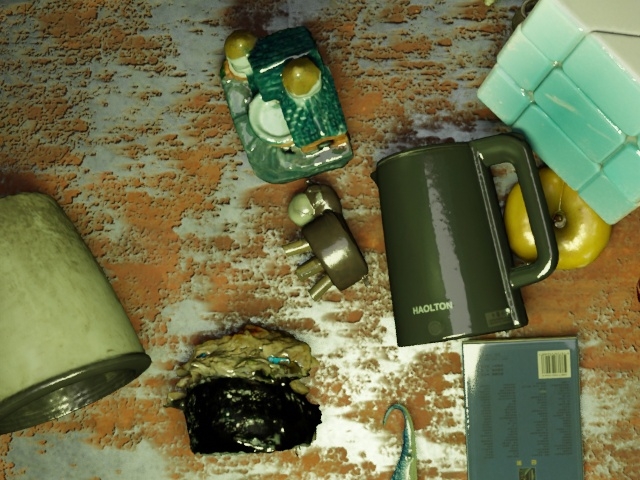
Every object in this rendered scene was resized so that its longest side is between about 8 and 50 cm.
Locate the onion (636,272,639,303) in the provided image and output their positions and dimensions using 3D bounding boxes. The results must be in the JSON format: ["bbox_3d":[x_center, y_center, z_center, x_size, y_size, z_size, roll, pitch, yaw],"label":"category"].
[{"bbox_3d":[0.627,0.090,1.741,0.206,0.216,0.207,40,94,-16],"label":"onion"}]

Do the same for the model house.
[{"bbox_3d":[-0.059,-0.238,1.769,0.184,0.291,0.253,-17,85,-2],"label":"model house"}]

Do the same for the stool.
[{"bbox_3d":[0.000,0.000,1.830,0.121,0.125,0.217,-29,75,3],"label":"stool"}]

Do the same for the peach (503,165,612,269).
[{"bbox_3d":[0.388,-0.036,1.812,0.179,0.103,0.179,0,82,2],"label":"peach"}]

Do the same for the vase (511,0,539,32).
[{"bbox_3d":[0.349,-0.370,1.839,0.053,0.101,0.053,0,86,3],"label":"vase"}]

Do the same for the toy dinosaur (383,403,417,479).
[{"bbox_3d":[0.146,0.456,1.807,0.147,0.076,0.363,9,90,11],"label":"toy dinosaur"}]

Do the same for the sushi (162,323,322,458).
[{"bbox_3d":[-0.113,0.238,1.776,0.238,0.225,0.219,8,76,-28],"label":"sushi"}]

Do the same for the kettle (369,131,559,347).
[{"bbox_3d":[0.214,0.002,1.751,0.203,0.262,0.308,-5,82,-31],"label":"kettle"}]

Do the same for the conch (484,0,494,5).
[{"bbox_3d":[0.337,-0.487,1.848,0.234,0.114,0.137,-44,98,-6],"label":"conch"}]

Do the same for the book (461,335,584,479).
[{"bbox_3d":[0.331,0.294,1.815,0.190,0.025,0.269,-3,93,4],"label":"book"}]

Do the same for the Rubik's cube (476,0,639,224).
[{"bbox_3d":[0.486,-0.271,1.677,0.319,0.316,0.322,-42,85,-21],"label":"Rubik's cube"}]

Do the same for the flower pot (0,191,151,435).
[{"bbox_3d":[-0.464,0.109,1.776,0.293,0.293,0.330,-24,79,2],"label":"flower pot"}]
